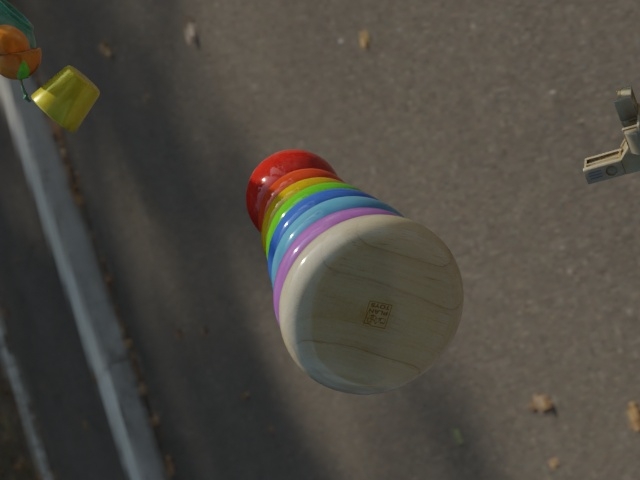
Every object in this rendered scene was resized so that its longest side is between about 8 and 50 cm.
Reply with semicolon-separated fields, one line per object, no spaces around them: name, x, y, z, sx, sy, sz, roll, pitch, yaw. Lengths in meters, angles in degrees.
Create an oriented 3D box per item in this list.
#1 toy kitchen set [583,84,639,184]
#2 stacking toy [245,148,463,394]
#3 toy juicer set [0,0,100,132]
toy kitchen set;0.301;-0.102;1.419;0.083;0.075;0.068;65;-157;-23
stacking toy;0.000;0.000;1.143;0.330;0.141;0.141;-128;31;-65
toy juicer set;-0.425;-0.265;1.674;0.329;0.089;0.209;45;-174;28
